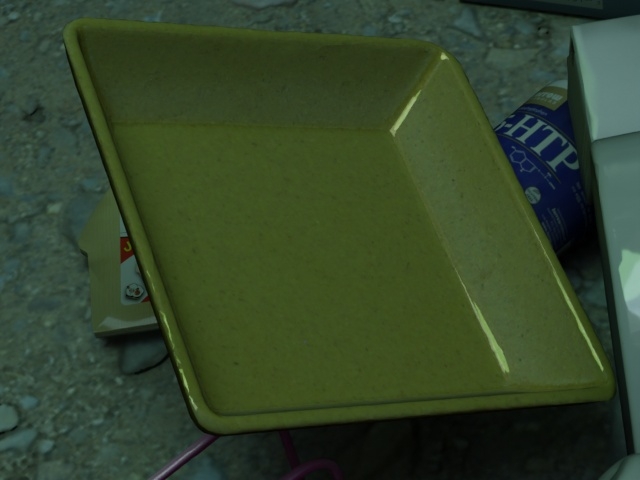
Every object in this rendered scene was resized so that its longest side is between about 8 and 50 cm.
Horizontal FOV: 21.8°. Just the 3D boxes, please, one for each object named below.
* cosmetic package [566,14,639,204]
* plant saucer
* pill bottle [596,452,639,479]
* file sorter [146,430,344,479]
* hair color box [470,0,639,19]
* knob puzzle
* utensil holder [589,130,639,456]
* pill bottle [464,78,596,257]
[{"bbox_3d":[0.300,-0.106,1.200,0.238,0.127,0.107,-12,69,5],"label":"cosmetic package"},{"bbox_3d":[0.000,0.000,1.155,0.332,0.081,0.333,0,53,-33],"label":"plant saucer"},{"bbox_3d":[0.236,0.260,0.897,0.283,0.160,0.160,38,67,7],"label":"pill bottle"},{"bbox_3d":[-0.007,0.276,1.070,0.202,0.182,0.290,-37,56,-16],"label":"file sorter"},{"bbox_3d":[0.261,-0.381,1.545,0.185,0.113,0.374,10,56,18],"label":"hair color box"},{"bbox_3d":[-0.106,-0.008,1.394,0.213,0.030,0.213,-6,54,8],"label":"knob puzzle"},{"bbox_3d":[0.384,0.056,1.073,0.385,0.327,0.328,-8,53,9],"label":"utensil holder"},{"bbox_3d":[0.192,-0.062,1.324,0.186,0.112,0.112,-40,57,-18],"label":"pill bottle"}]
